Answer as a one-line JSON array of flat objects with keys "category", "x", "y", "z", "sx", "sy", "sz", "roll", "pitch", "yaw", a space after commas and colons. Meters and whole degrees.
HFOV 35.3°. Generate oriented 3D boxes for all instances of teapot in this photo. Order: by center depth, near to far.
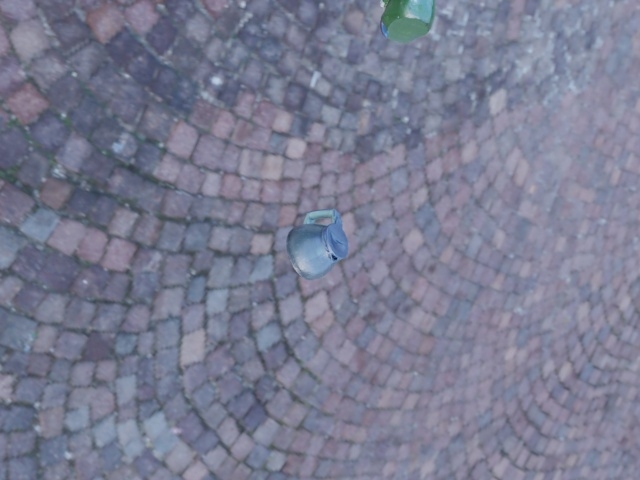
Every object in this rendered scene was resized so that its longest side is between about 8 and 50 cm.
[{"category": "teapot", "x": 0.000, "y": 0.000, "z": 1.172, "sx": 0.066, "sy": 0.057, "sz": 0.088, "roll": 41, "pitch": 41, "yaw": -41}]

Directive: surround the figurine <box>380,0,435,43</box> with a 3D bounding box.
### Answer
[{"category": "figurine", "x": 0.183, "y": -0.509, "z": 1.930, "sx": 0.127, "sy": 0.185, "sz": 0.234, "roll": 4, "pitch": 82, "yaw": -3}]
